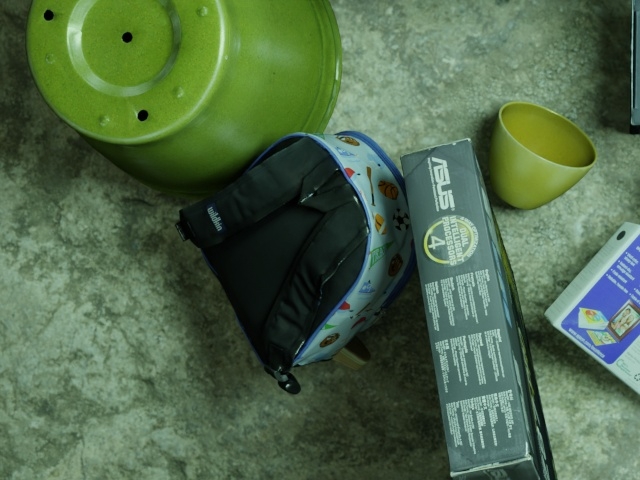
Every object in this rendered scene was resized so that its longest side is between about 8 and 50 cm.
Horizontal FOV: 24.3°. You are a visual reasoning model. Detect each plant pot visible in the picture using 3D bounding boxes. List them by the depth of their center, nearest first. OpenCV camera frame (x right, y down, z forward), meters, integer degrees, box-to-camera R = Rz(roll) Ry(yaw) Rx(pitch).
[{"bbox_3d":[-0.185,-0.228,1.799,0.366,0.353,0.366,0,92,11],"label":"plant pot"},{"bbox_3d":[0.261,-0.095,1.842,0.134,0.134,0.095,32,123,8],"label":"plant pot"}]

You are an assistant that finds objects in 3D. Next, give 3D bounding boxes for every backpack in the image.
[{"bbox_3d":[0.000,0.000,1.806,0.276,0.213,0.263,56,133,18],"label":"backpack"}]

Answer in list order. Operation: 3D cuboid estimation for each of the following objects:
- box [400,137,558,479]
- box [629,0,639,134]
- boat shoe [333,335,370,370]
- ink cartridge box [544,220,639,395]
[{"bbox_3d":[0.186,0.132,1.683,0.097,0.318,0.395,-14,57,12],"label":"box"},{"bbox_3d":[0.420,-0.204,1.755,0.108,0.207,0.153,1,92,11],"label":"box"},{"bbox_3d":[-0.016,0.125,1.931,0.170,0.063,0.059,32,109,10],"label":"boat shoe"},{"bbox_3d":[0.409,0.073,1.801,0.206,0.045,0.208,38,100,-26],"label":"ink cartridge box"}]
